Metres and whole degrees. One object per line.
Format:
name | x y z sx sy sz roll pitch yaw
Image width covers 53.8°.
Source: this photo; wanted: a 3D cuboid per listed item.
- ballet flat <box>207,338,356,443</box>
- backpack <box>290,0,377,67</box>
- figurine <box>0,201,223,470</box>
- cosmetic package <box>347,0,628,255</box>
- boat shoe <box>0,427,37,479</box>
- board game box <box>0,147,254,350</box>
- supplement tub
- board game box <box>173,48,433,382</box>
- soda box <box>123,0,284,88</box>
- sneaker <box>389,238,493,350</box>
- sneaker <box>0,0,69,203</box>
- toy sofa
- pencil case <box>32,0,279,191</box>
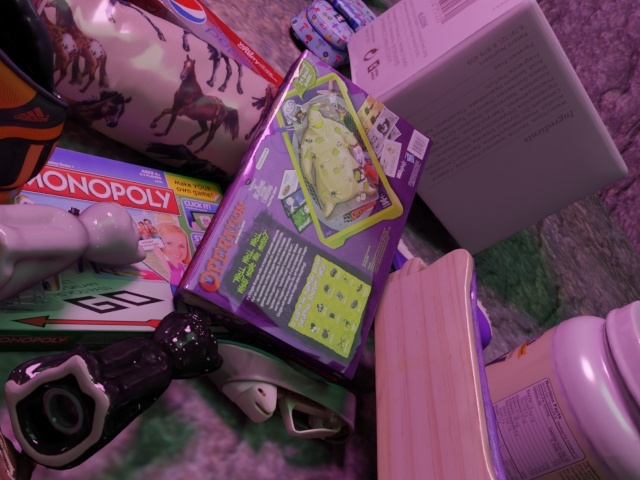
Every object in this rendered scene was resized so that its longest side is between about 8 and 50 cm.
ballet flat | -0.043 0.169 0.677 0.213 0.072 0.068 29 43 -30
backpack | 0.028 -0.444 1.319 0.158 0.117 0.173 50 36 1
figurine | -0.186 0.050 0.528 0.215 0.092 0.209 55 18 7
cosmetic package | 0.295 -0.257 1.175 0.393 0.327 0.329 45 26 -29
boat shoe | -0.233 0.171 0.433 0.257 0.095 0.095 58 28 12
board game box | -0.217 0.009 0.652 0.317 0.046 0.213 9 52 -45
supplement tub | 0.301 0.238 0.779 0.235 0.325 0.235 31 38 -27
board game box | -0.001 -0.038 0.733 0.208 0.056 0.346 34 60 -20
soda box | -0.185 -0.289 0.944 0.263 0.083 0.092 42 35 -14
sneaker | 0.122 0.089 0.928 0.293 0.102 0.146 40 34 -2
sneaker | -0.336 -0.176 0.476 0.321 0.180 0.124 34 32 -26
toy sofa | 0.131 0.197 0.677 0.150 0.177 0.362 45 32 -34
pencil case | -0.175 -0.185 0.787 0.410 0.160 0.183 24 55 -33
